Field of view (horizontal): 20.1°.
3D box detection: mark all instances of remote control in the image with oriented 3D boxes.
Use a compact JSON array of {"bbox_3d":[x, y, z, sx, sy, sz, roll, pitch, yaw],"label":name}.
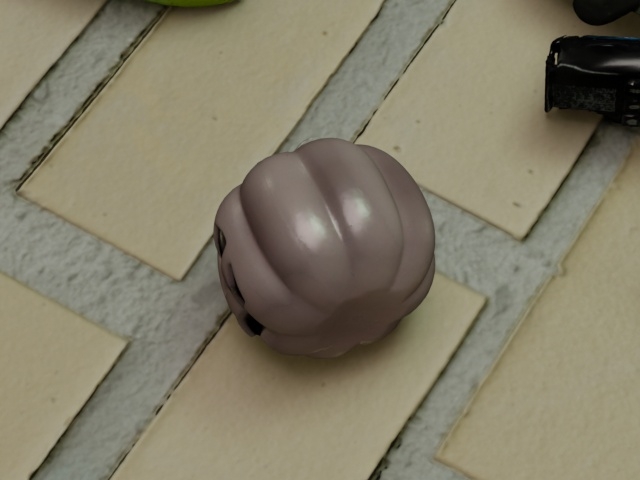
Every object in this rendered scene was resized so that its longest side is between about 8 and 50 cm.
[{"bbox_3d":[0.386,-0.126,1.494,0.398,0.144,0.062,5,75,9],"label":"remote control"}]

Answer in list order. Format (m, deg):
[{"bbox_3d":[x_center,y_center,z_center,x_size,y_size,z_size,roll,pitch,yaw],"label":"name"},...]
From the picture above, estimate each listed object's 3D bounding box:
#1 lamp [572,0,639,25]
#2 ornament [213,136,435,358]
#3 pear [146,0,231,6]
[{"bbox_3d":[0.279,-0.274,1.542,0.197,0.198,0.244,-5,41,0],"label":"lamp"},{"bbox_3d":[0.000,0.000,1.427,0.177,0.177,0.178,-1,62,2],"label":"ornament"},{"bbox_3d":[-0.184,-0.358,1.617,0.292,0.159,0.292,-3,73,12],"label":"pear"}]
